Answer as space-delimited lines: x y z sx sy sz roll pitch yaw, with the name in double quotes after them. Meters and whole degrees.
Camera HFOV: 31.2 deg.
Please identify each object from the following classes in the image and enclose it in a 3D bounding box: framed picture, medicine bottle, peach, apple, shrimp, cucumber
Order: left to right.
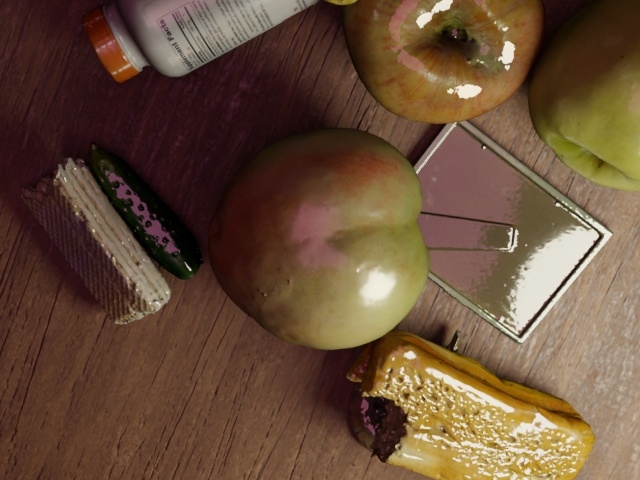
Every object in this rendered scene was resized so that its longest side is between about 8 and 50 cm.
-0.242 -0.041 1.563 0.069 0.069 0.227 -38 100 6 "cucumber"
-0.155 -0.310 1.456 0.288 0.157 0.157 -28 103 4 "medicine bottle"
0.000 -0.001 1.488 0.292 0.247 0.292 -7 111 -18 "peach"
0.124 0.211 1.652 0.126 0.047 0.223 33 101 1 "shrimp"
0.154 -0.269 1.461 0.260 0.194 0.261 -1 106 -5 "apple"
0.236 -0.013 1.614 0.289 0.020 0.211 36 99 -10 "framed picture"
0.394 -0.191 1.461 0.262 0.262 0.263 -1 103 -2 "apple"

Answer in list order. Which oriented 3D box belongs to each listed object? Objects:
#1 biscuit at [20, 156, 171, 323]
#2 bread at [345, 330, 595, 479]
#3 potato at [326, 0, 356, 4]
-0.300 0.002 1.549 0.108 0.062 0.239 -21 108 45 "biscuit"
0.196 0.260 1.594 0.380 0.109 0.185 26 104 -24 "bread"
-0.001 -0.463 1.340 0.176 0.195 0.369 -6 89 -10 "potato"
